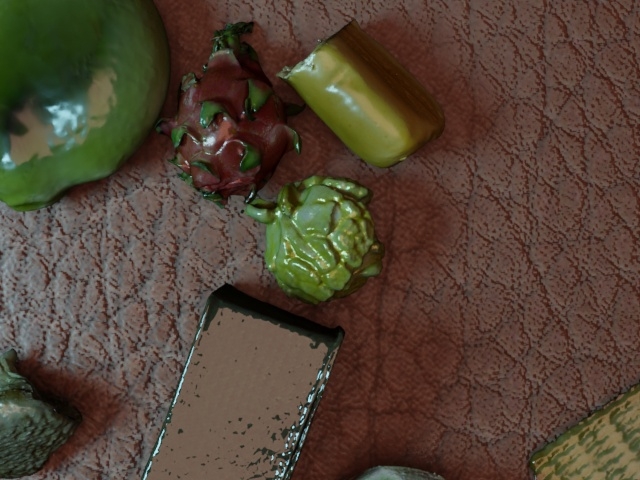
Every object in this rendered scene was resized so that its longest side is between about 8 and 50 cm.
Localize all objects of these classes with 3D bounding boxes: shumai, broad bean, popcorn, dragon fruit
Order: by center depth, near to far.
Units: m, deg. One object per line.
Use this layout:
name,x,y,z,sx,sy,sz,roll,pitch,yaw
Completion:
popcorn,0.000,0.000,1.253,0.162,0.141,0.135,35,58,-30
broad bean,-0.284,-0.168,1.262,0.238,0.119,0.291,23,87,13
dragon fruit,-0.089,-0.141,1.262,0.135,0.235,0.137,-22,129,32
shumai,-0.334,0.180,1.269,0.146,0.145,0.116,-20,52,-1

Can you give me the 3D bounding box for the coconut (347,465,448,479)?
coconut,0.082,0.327,1.233,0.195,0.194,0.194,0,89,0

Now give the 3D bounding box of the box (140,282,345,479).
box,-0.088,0.193,1.226,0.143,0.184,0.273,21,89,-1

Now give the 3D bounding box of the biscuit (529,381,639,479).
biscuit,0.374,0.246,1.292,0.255,0.029,0.172,-34,77,-2

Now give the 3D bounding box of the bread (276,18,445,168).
bread,0.047,-0.152,1.264,0.173,0.134,0.085,45,121,-2
